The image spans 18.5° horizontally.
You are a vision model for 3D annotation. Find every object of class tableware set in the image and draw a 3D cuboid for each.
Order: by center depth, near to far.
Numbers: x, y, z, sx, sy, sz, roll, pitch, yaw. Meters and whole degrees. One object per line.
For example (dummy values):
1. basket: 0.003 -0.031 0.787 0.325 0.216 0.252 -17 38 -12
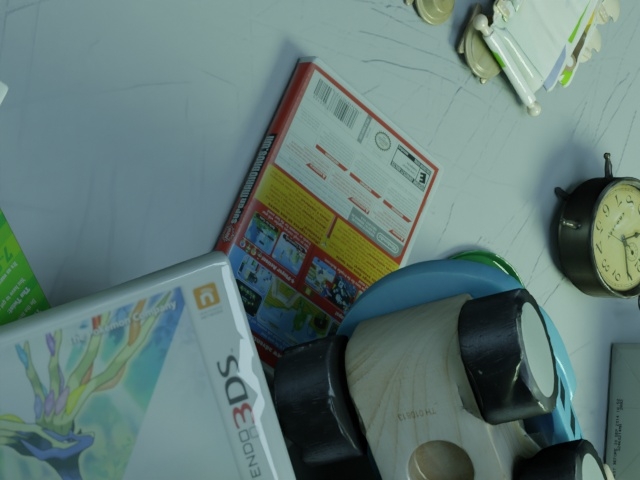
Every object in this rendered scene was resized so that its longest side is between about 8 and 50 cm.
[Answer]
1. tableware set: 0.154 -0.253 1.987 0.169 0.020 0.141 42 66 -36

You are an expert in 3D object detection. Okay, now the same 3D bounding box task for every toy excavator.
1. toy excavator: 0.175 0.190 1.818 0.445 0.222 0.433 -53 124 -65

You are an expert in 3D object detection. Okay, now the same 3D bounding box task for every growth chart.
1. growth chart: 0.248 -0.245 2.054 0.237 0.021 0.172 -56 133 -28

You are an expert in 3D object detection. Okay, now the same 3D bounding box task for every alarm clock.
1. alarm clock: 0.318 0.011 2.107 0.129 0.064 0.192 -52 120 -29

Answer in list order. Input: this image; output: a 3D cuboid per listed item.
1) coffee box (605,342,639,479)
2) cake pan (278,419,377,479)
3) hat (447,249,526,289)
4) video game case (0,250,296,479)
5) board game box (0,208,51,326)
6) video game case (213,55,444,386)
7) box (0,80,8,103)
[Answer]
1. coffee box: 0.460 0.206 2.199 0.297 0.119 0.168 6 85 -42
2. cake pan: 0.020 0.295 1.773 0.293 0.054 0.293 29 48 -39
3. hat: 0.202 0.097 1.921 0.208 0.183 0.173 -18 101 -41
4. video game case: -0.187 0.200 1.577 0.329 0.036 0.300 -20 105 -13
5. board game box: -0.278 0.068 1.586 0.124 0.039 0.259 -39 112 -34
6. video game case: 0.000 0.000 1.844 0.204 0.025 0.285 38 65 -36
7. box: -0.428 -0.108 1.359 0.345 0.168 0.215 39 66 -36
